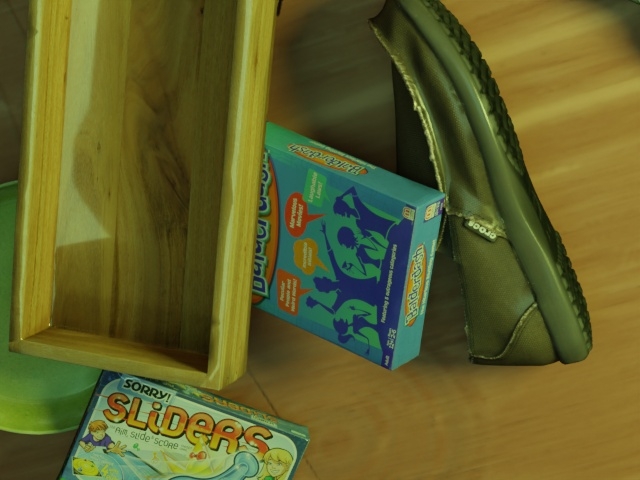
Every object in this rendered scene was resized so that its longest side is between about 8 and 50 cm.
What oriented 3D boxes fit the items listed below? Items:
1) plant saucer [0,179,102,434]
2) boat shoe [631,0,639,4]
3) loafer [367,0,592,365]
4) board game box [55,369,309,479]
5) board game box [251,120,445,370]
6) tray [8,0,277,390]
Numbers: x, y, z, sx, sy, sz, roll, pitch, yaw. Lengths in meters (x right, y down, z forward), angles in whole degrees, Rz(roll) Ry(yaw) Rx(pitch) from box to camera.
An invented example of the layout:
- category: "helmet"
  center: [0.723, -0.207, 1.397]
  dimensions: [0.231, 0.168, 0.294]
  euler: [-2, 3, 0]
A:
- category: "plant saucer"
  center: [-0.257, 0.058, 1.746]
  dimensions: [0.241, 0.037, 0.241]
  euler: [-3, 103, -12]
- category: "boat shoe"
  center: [0.321, -0.189, 1.615]
  dimensions: [0.228, 0.080, 0.076]
  euler: [31, 110, 4]
- category: "loafer"
  center: [0.115, -0.043, 1.646]
  dimensions: [0.130, 0.134, 0.366]
  euler: [-22, 96, 12]
- category: "board game box"
  center: [-0.128, 0.203, 1.759]
  dimensions: [0.201, 0.035, 0.136]
  euler: [20, 104, -11]
- category: "board game box"
  center: [0.000, 0.000, 1.659]
  dimensions: [0.210, 0.047, 0.160]
  euler: [23, 120, 30]
- category: "tray"
  center: [-0.151, -0.093, 1.635]
  dimensions: [0.203, 0.076, 0.411]
  euler: [9, 103, 17]
